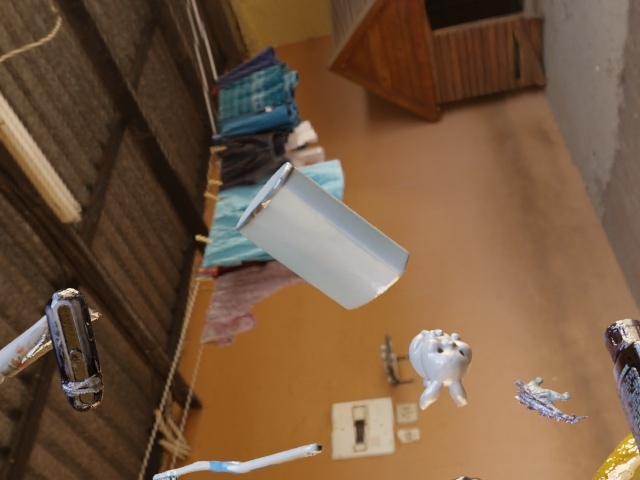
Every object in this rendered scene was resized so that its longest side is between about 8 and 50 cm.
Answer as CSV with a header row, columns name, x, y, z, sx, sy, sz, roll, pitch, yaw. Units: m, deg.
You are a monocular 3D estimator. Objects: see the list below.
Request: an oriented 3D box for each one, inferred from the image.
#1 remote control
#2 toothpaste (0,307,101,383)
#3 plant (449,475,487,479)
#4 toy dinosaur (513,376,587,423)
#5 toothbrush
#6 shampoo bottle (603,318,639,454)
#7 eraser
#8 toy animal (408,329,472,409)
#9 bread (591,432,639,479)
name,x,y,z,sx,sy,sz,roll,pitch,yaw
remote control,-0.513,0.232,1.493,0.066,0.090,0.266,-161,60,-83
toothpaste,-0.640,0.228,1.616,0.100,0.323,0.066,35,-152,-44
plant,0.148,0.424,0.815,0.182,0.194,0.321,56,143,44
toy dinosaur,0.400,0.286,1.277,0.209,0.082,0.039,-157,70,-69
toothbrush,-0.148,0.368,1.177,0.040,0.386,0.040,33,-136,-40
shampoo bottle,0.488,0.244,1.033,0.323,0.084,0.129,-82,-9,-57
eraser,0.000,0.000,1.348,0.290,0.189,0.104,36,-137,-14
toy animal,0.293,0.312,1.769,0.193,0.127,0.179,-122,39,-72
bread,0.571,0.524,1.244,0.337,0.148,0.328,-41,-84,-33
